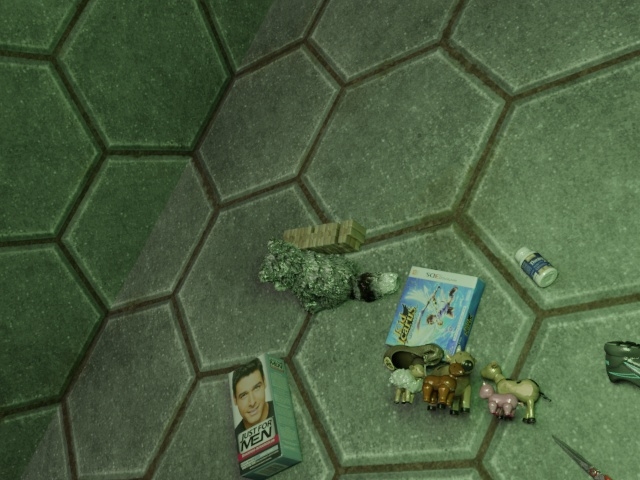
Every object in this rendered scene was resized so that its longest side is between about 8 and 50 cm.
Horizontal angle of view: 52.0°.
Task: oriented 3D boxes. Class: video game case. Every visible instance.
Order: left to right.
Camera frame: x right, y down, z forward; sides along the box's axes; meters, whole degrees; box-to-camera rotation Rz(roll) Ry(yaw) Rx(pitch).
[{"bbox_3d":[0.350,0.226,2.016,0.244,0.061,0.269,8,72,44],"label":"video game case"}]

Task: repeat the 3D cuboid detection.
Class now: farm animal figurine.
[{"bbox_3d":[0.397,0.382,1.783,0.327,0.330,0.172,149,134,-62],"label":"farm animal figurine"}]

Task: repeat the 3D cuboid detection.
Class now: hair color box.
[{"bbox_3d":[-0.195,0.596,2.231,0.185,0.113,0.374,-33,48,22],"label":"hair color box"}]

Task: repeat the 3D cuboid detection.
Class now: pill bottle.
[{"bbox_3d":[0.614,0.072,1.874,0.067,0.067,0.120,-46,45,10],"label":"pill bottle"}]

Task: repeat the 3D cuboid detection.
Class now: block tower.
[{"bbox_3d":[0.000,0.000,2.420,0.335,0.097,0.091,-10,59,38],"label":"block tower"}]

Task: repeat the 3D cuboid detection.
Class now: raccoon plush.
[{"bbox_3d":[0.008,0.083,2.218,0.446,0.299,0.216,-18,56,32],"label":"raccoon plush"}]

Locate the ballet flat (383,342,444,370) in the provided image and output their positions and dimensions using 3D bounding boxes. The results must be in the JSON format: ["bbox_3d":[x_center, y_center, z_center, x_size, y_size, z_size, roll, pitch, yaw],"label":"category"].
[{"bbox_3d":[0.267,0.355,1.960,0.058,0.084,0.250,-39,11,-37],"label":"ballet flat"}]

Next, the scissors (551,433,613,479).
[{"bbox_3d":[0.680,0.566,1.574,0.109,0.021,0.297,-43,45,17],"label":"scissors"}]

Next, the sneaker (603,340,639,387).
[{"bbox_3d":[0.819,0.309,1.566,0.267,0.101,0.106,5,92,41],"label":"sneaker"}]
